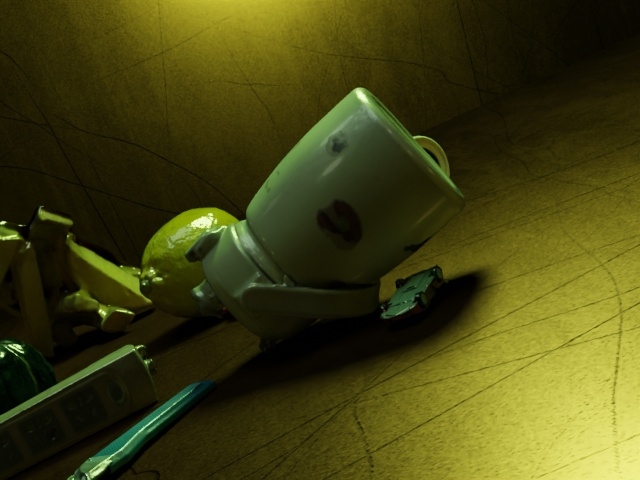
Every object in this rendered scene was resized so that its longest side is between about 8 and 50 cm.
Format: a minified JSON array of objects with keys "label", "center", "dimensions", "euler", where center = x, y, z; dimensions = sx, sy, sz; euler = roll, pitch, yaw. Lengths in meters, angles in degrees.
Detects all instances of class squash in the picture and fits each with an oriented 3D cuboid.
[{"label":"squash","center":[-0.488,0.231,1.587],"dimensions":[0.252,0.165,0.252],"euler":[-26,6,3]}]

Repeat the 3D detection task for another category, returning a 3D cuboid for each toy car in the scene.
[{"label":"toy car","center":[0.110,0.067,1.361],"dimensions":[0.059,0.035,0.122],"euler":[-20,17,29]}]

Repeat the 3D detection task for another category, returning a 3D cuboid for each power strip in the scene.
[{"label":"power strip","center":[-0.340,0.228,1.479],"dimensions":[0.286,0.080,0.048],"euler":[-27,10,-14]}]

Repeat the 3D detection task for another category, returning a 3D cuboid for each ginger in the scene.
[{"label":"ginger","center":[-0.557,0.113,2.285],"dimensions":[0.414,0.211,0.358],"euler":[-11,-29,9]}]

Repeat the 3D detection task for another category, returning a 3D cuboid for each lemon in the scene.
[{"label":"lemon","center":[-0.211,0.043,1.961],"dimensions":[0.184,0.184,0.248],"euler":[-17,15,43]}]

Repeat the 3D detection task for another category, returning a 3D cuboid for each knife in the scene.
[{"label":"knife","center":[-0.198,0.220,1.317],"dimensions":[0.044,0.026,0.296],"euler":[-17,8,29]}]

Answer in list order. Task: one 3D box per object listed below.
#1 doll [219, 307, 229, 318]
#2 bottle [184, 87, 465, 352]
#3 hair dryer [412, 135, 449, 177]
[{"label":"doll","center":[-0.133,0.101,1.863],"dimensions":[0.057,0.039,0.114],"euler":[9,-19,-23]},{"label":"bottle","center":[0.000,0.000,1.470],"dimensions":[0.352,0.229,0.229],"euler":[-44,5,8]},{"label":"hair dryer","center":[0.059,-0.058,2.132],"dimensions":[0.362,0.128,0.203],"euler":[-38,15,-32]}]
